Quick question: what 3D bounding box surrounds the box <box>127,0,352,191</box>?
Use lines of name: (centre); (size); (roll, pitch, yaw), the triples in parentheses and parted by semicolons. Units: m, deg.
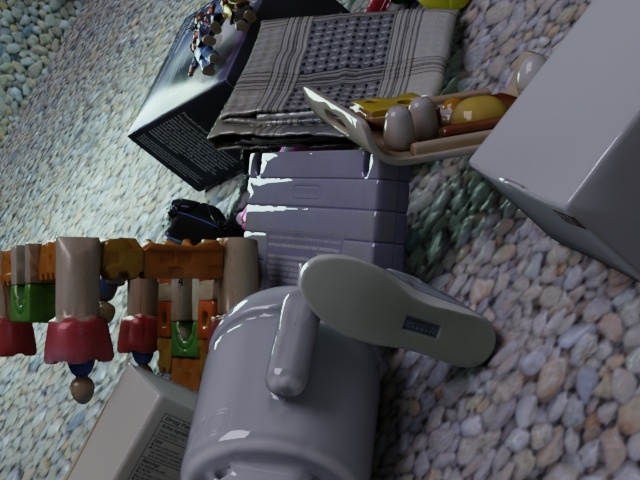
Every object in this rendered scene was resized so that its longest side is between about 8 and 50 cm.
box: (-0.136, -0.282, 2.311); (0.294, 0.182, 0.296); (-21, 39, 46)

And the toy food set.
toy food set: (0.154, -0.173, 1.606); (0.220, 0.306, 0.092); (-138, 42, -65)

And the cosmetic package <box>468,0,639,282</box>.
cosmetic package: (0.351, -0.162, 1.354); (0.385, 0.156, 0.217); (-53, 25, 2)

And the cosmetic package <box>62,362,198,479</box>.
cosmetic package: (-0.225, 0.323, 1.630); (0.309, 0.160, 0.113); (-60, 33, 0)

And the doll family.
doll family: (-0.160, -0.344, 2.148); (0.193, 0.076, 0.111); (-47, 36, 6)

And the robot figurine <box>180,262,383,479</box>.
robot figurine: (-0.037, 0.191, 1.489); (0.353, 0.199, 0.300); (-80, 2, -46)

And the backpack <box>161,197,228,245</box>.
backpack: (-0.203, -0.018, 2.170); (0.114, 0.105, 0.084); (-110, 40, -72)

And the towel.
towel: (0.025, -0.233, 1.895); (0.312, 0.056, 0.324); (0, 40, 15)

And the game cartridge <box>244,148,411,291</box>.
game cartridge: (0.000, 0.000, 1.735); (0.355, 0.068, 0.230); (6, 96, 61)

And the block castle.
block castle: (-0.276, 0.111, 1.863); (0.453, 0.303, 0.213); (-8, 83, 63)

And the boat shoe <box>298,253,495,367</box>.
boat shoe: (0.075, 0.072, 1.441); (0.079, 0.227, 0.081); (-66, 17, 6)

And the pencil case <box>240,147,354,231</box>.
pencil case: (-0.028, -0.097, 1.952); (0.236, 0.104, 0.104); (-63, 26, -6)

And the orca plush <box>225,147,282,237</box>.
orca plush: (-0.068, -0.129, 2.082); (0.287, 0.102, 0.151); (-49, 25, 6)

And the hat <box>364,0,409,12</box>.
hat: (0.142, -0.392, 2.141); (0.208, 0.173, 0.184); (-30, 69, 27)

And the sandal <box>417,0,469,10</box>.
sandal: (0.211, -0.481, 2.057); (0.317, 0.126, 0.138); (-56, 21, -10)
